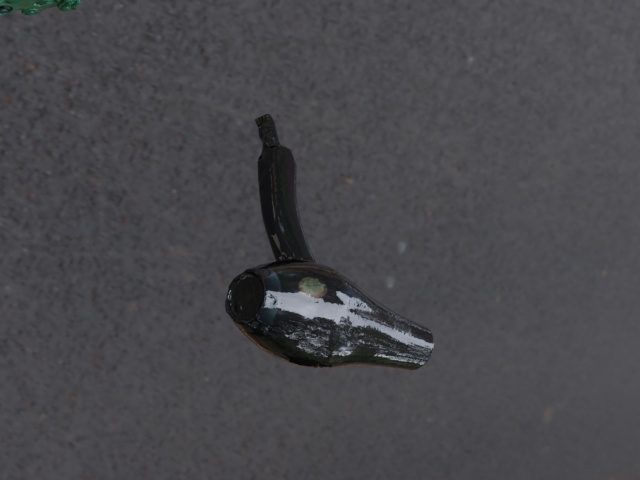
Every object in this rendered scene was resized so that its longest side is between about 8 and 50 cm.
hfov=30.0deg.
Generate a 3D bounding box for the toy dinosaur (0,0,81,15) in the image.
[{"bbox_3d":[-0.244,-0.206,0.889,0.153,0.259,0.094,-7,81,-24],"label":"toy dinosaur"}]

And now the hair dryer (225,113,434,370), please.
[{"bbox_3d":[0.000,0.000,0.362,0.079,0.031,0.083,19,53,-48],"label":"hair dryer"}]
